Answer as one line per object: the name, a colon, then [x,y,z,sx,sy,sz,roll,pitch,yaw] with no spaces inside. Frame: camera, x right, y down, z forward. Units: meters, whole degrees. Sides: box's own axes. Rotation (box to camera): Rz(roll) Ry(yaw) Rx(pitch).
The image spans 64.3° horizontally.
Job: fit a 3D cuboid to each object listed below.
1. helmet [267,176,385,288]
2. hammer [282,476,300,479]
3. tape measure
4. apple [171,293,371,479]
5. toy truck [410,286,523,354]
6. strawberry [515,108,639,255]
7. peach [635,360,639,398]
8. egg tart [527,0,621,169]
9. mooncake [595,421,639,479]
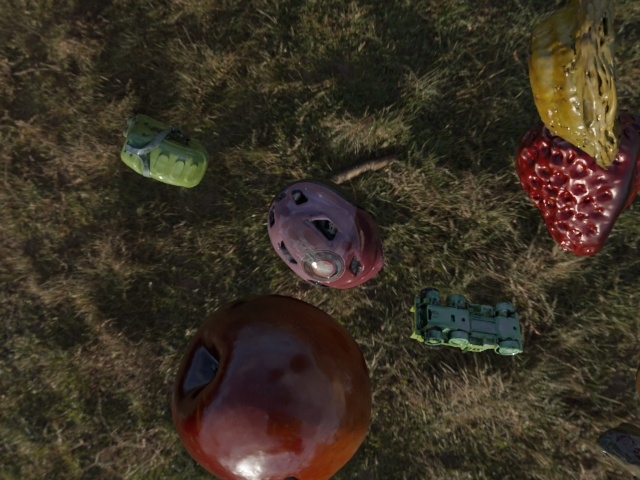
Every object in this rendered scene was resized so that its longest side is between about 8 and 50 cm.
helmet: [0.000,0.000,1.001,0.198,0.154,0.253,-33,93,24]
hammer: [-0.071,0.343,0.408,0.287,0.033,0.111,-52,120,-20]
tape measure: [-0.273,-0.156,0.893,0.154,0.177,0.087,23,108,-23]
apple: [-0.055,0.173,0.589,0.201,0.218,0.218,36,97,-32]
toy truck: [0.344,0.209,1.226,0.260,0.135,0.128,7,57,-2]
strawberry: [0.595,-0.137,1.182,0.296,0.317,0.344,1,111,6]
peach: [0.533,0.195,0.657,0.215,0.235,0.214,10,133,11]
egg tart: [0.170,-0.108,0.335,0.050,0.129,0.128,-5,94,32]
mooncake: [0.567,0.377,0.895,0.130,0.125,0.073,34,103,45]
